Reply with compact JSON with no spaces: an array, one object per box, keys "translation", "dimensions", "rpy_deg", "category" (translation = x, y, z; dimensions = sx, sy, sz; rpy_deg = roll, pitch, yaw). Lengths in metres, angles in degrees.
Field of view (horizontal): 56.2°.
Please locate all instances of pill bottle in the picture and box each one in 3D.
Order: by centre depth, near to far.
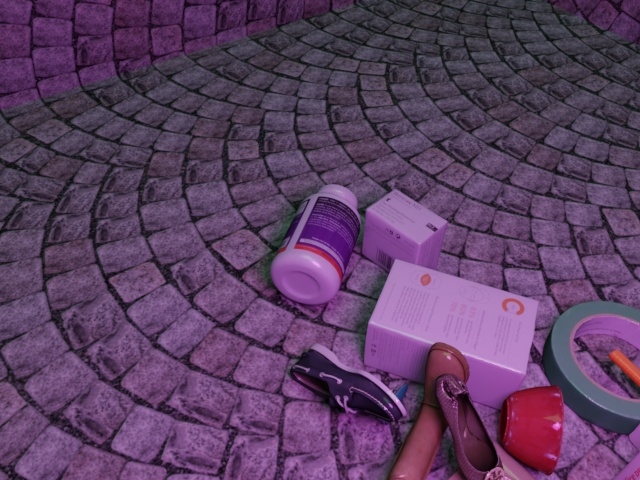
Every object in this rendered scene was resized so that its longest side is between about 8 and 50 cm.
[{"translation":[0.000,0.000,1.576],"dimensions":[0.182,0.181,0.322],"rpy_deg":[14,47,11],"category":"pill bottle"}]

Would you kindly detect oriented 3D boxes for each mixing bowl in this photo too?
[{"translation":[0.424,0.379,1.228],"dimensions":[0.098,0.181,0.181],"rpy_deg":[8,46,9],"category":"mixing bowl"}]

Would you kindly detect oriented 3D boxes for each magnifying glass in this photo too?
[{"translation":[0.721,0.327,1.290],"dimensions":[0.092,0.026,0.231],"rpy_deg":[-23,51,-22],"category":"magnifying glass"}]

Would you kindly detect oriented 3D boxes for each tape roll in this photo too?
[{"translation":[0.691,0.288,1.396],"dimensions":[0.322,0.077,0.321],"rpy_deg":[1,47,-1],"category":"tape roll"}]

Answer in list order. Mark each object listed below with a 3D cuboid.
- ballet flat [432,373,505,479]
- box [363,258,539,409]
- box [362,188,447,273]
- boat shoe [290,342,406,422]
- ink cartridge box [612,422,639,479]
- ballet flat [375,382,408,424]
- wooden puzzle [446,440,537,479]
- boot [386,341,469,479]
[{"translation":[0.289,0.369,1.137],"dimensions":[0.084,0.058,0.249],"rpy_deg":[-21,87,-28],"category":"ballet flat"},{"translation":[0.299,0.214,1.389],"dimensions":[0.346,0.168,0.215],"rpy_deg":[17,48,14],"category":"box"},{"translation":[0.218,-0.005,1.587],"dimensions":[0.181,0.181,0.119],"rpy_deg":[36,55,28],"category":"box"},{"translation":[0.052,0.323,1.289],"dimensions":[0.091,0.114,0.303],"rpy_deg":[-40,32,-24],"category":"boat shoe"},{"translation":[0.681,0.490,1.109],"dimensions":[0.119,0.207,0.353],"rpy_deg":[-12,47,-15],"category":"ink cartridge box"},{"translation":[0.155,0.358,1.337],"dimensions":[0.041,0.041,0.114],"rpy_deg":[24,49,20],"category":"ballet flat"},{"translation":[0.334,0.588,1.101],"dimensions":[0.348,0.080,0.322],"rpy_deg":[-27,53,-31],"category":"wooden puzzle"},{"translation":[0.212,0.372,1.194],"dimensions":[0.089,0.236,0.269],"rpy_deg":[12,42,28],"category":"boot"}]
